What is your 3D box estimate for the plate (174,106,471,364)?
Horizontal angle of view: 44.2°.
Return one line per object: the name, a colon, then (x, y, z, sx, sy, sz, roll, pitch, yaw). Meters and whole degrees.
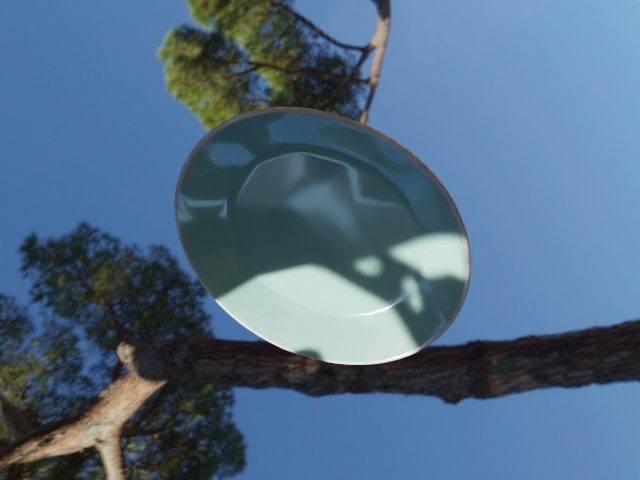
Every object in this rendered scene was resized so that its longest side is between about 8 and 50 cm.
plate: (0.000, 0.000, 0.481, 0.188, 0.188, 0.024, 46, -142, -14)
